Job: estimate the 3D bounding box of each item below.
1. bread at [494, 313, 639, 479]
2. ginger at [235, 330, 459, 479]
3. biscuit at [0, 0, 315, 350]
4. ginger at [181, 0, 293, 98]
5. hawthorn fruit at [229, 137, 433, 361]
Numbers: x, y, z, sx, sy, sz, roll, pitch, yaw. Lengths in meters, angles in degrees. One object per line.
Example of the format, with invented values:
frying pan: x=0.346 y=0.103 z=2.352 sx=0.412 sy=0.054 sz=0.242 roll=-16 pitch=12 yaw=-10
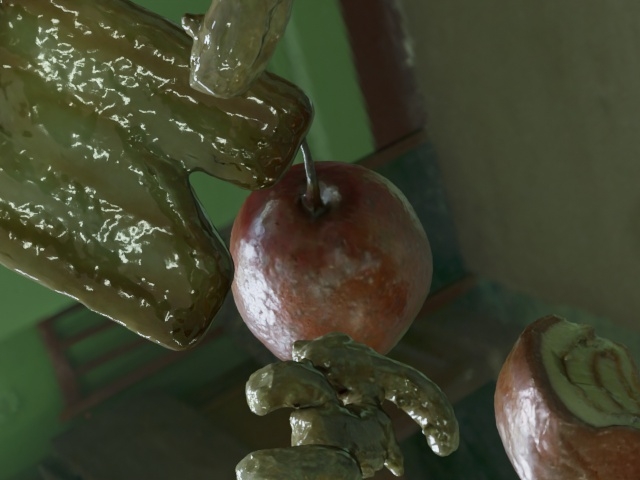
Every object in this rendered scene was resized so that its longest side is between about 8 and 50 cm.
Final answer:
bread: x=0.277 y=0.186 z=1.597 sx=0.244 sy=0.190 sz=0.123 roll=-108 pitch=36 yaw=-54
ginger: x=0.000 y=0.142 z=1.144 sx=0.149 sy=0.258 sz=0.065 roll=38 pitch=119 yaw=22
biscuit: x=-0.174 y=-0.072 z=1.156 sx=0.290 sy=0.237 sz=0.062 roll=25 pitch=-176 yaw=4
ginger: x=-0.046 y=-0.151 z=0.632 sx=0.051 sy=0.069 sz=0.173 roll=17 pitch=-123 yaw=-74
hawthorn fruit: x=0.001 y=0.029 z=1.642 sx=0.231 sy=0.263 sz=0.235 roll=-36 pitch=72 yaw=22
